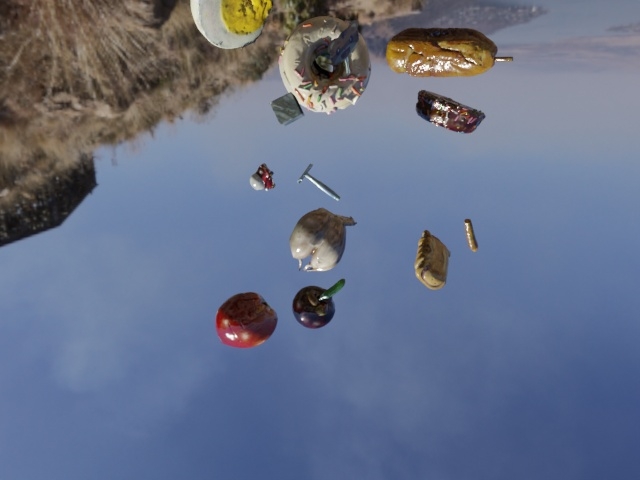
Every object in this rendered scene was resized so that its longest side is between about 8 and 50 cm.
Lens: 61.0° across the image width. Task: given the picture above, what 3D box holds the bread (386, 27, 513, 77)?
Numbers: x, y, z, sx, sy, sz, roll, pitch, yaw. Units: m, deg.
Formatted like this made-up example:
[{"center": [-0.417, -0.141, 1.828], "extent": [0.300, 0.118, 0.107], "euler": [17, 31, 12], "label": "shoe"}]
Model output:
[{"center": [0.314, -0.468, 1.373], "extent": [0.344, 0.124, 0.084], "euler": [18, -134, 36], "label": "bread"}]

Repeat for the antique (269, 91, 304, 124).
[{"center": [-0.117, -0.474, 1.971], "extent": [0.088, 0.086, 0.183], "euler": [-24, -172, 7], "label": "antique"}]

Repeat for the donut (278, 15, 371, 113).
[{"center": [0.021, -0.699, 2.153], "extent": [0.382, 0.383, 0.142], "euler": [-2, -172, -5], "label": "donut"}]

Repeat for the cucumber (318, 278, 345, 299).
[{"center": [0.053, 0.215, 2.318], "extent": [0.155, 0.037, 0.037], "euler": [-39, -175, 21], "label": "cucumber"}]

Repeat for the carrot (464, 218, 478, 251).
[{"center": [0.636, -0.023, 2.295], "extent": [0.042, 0.171, 0.042], "euler": [-15, -141, 12], "label": "carrot"}]

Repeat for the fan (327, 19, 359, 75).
[{"center": [0.090, -0.664, 1.925], "extent": [0.008, 0.227, 0.152], "euler": [41, -101, 21], "label": "fan"}]

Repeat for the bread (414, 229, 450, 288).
[{"center": [0.401, 0.071, 1.963], "extent": [0.134, 0.081, 0.225], "euler": [37, -139, -14], "label": "bread"}]

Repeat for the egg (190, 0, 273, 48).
[{"center": [-0.336, -0.857, 1.905], "extent": [0.337, 0.337, 0.201], "euler": [-16, -129, -42], "label": "egg"}]

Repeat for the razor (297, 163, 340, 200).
[{"center": [0.003, -0.163, 1.630], "extent": [0.135, 0.068, 0.040], "euler": [37, 165, -9], "label": "razor"}]

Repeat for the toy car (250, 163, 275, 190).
[{"center": [-0.298, -0.306, 2.702], "extent": [0.112, 0.139, 0.112], "euler": [-32, -115, -22], "label": "toy car"}]

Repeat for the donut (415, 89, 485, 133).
[{"center": [0.411, -0.415, 1.761], "extent": [0.235, 0.089, 0.235], "euler": [18, -158, -7], "label": "donut"}]

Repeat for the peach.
[{"center": [-0.245, 0.257, 1.726], "extent": [0.197, 0.197, 0.197], "euler": [-1, -163, 0], "label": "peach"}]

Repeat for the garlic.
[{"center": [0.000, 0.000, 2.074], "extent": [0.210, 0.292, 0.237], "euler": [33, 178, 3], "label": "garlic"}]

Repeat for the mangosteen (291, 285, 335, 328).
[{"center": [-0.023, 0.324, 2.729], "extent": [0.228, 0.228, 0.265], "euler": [-12, 158, -32], "label": "mangosteen"}]
